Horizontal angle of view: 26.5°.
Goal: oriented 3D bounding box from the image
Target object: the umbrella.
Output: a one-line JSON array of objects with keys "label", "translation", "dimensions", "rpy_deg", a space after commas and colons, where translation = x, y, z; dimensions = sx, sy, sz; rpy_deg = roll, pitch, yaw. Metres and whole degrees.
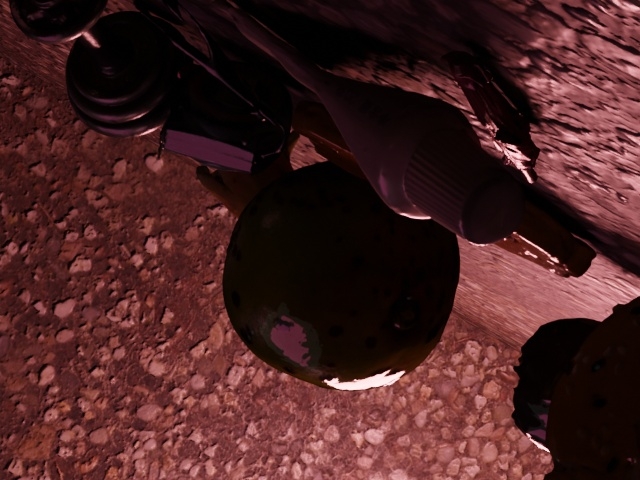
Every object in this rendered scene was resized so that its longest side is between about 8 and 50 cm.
[{"label": "umbrella", "translation": [0.097, -0.064, 0.727], "dimensions": [0.025, 0.027, 0.165], "rpy_deg": [-19, 157, 15]}]

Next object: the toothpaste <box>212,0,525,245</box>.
[{"label": "toothpaste", "translation": [0.030, -0.074, 0.813], "dimensions": [0.282, 0.068, 0.099], "rpy_deg": [46, 161, 52]}]

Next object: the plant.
[{"label": "plant", "translation": [0.285, 0.142, 1.128], "dimensions": [0.256, 0.165, 0.142], "rpy_deg": [11, -174, 13]}]

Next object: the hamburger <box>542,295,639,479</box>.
[{"label": "hamburger", "translation": [0.256, 0.108, 0.714], "dimensions": [0.288, 0.192, 0.167], "rpy_deg": [-19, 149, 41]}]

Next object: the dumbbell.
[{"label": "dumbbell", "translation": [-0.177, -0.164, 1.043], "dimensions": [0.110, 0.110, 0.254], "rpy_deg": [28, 170, 21]}]

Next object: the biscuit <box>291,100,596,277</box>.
[{"label": "biscuit", "translation": [0.095, -0.041, 1.041], "dimensions": [0.248, 0.035, 0.184], "rpy_deg": [28, 177, 21]}]

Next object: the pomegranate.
[{"label": "pomegranate", "translation": [0.015, 0.006, 1.291], "dimensions": [0.231, 0.231, 0.286], "rpy_deg": [31, -154, -35]}]

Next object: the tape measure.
[{"label": "tape measure", "translation": [-0.074, -0.138, 1.035], "dimensions": [0.104, 0.107, 0.180], "rpy_deg": [3, 132, 11]}]
